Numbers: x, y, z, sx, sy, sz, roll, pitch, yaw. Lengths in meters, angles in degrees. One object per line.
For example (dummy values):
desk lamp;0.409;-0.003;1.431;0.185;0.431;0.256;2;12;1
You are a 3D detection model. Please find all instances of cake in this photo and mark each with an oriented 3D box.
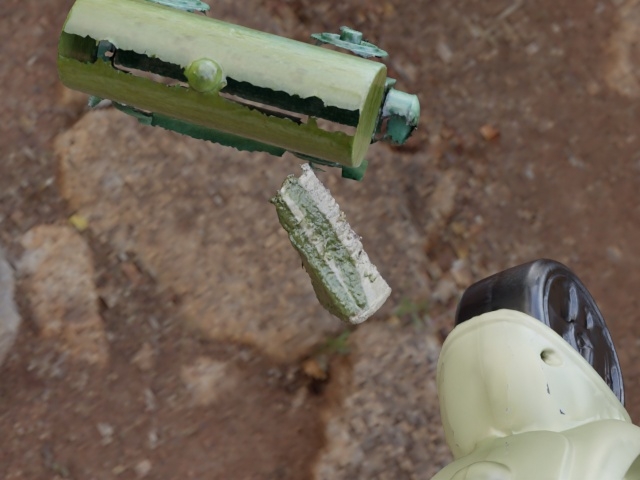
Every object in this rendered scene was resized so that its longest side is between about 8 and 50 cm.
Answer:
cake;0.000;0.000;1.213;0.051;0.055;0.140;-40;118;-16

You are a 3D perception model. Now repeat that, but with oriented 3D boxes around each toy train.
toy train;-0.073;-0.123;1.278;0.307;0.126;0.189;16;22;8

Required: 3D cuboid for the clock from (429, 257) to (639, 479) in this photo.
clock;0.137;0.207;0.729;0.379;0.120;0.276;64;27;-1
